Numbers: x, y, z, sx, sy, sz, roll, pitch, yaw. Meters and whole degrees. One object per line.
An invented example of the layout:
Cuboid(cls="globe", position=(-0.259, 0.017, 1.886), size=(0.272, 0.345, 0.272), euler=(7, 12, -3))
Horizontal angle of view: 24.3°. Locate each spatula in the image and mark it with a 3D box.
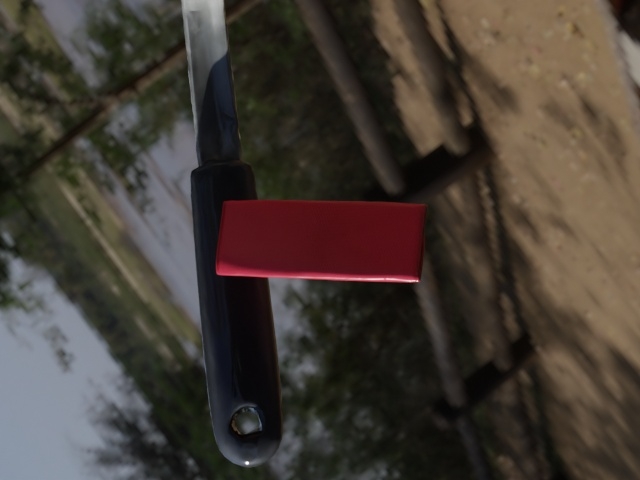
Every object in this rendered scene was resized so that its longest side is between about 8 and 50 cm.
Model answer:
Cuboid(cls="spatula", position=(-0.043, -0.054, 0.610), size=(0.030, 0.084, 0.296), euler=(-147, 50, -86))

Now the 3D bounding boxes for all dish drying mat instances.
Cuboid(cls="dish drying mat", position=(0.000, 0.000, 0.582), size=(0.008, 0.083, 0.032), euler=(50, -136, -66))
